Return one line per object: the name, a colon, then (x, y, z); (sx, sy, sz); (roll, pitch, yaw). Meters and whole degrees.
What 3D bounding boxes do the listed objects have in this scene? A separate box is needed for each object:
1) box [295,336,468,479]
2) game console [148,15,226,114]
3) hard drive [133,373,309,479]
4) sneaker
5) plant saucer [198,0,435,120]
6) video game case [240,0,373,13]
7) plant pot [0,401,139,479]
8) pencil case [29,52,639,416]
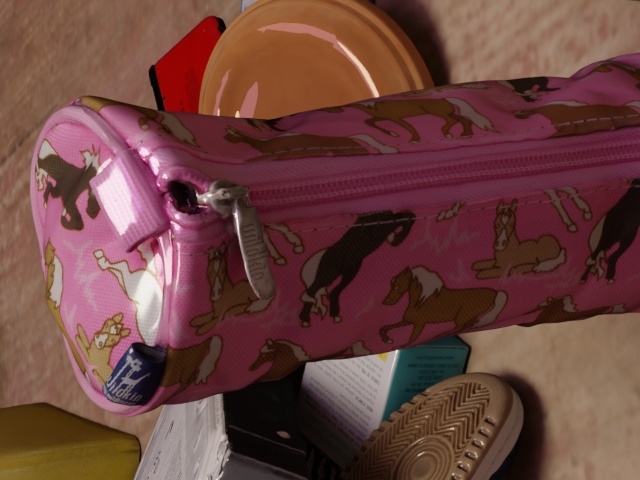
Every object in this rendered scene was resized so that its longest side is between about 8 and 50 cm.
box: (0.023, 0.165, 1.298); (0.100, 0.060, 0.244); (36, 117, 53)
game console: (-0.074, -0.078, 1.468); (0.124, 0.085, 0.144); (-37, 57, 36)
hard drive: (-0.088, 0.195, 1.303); (0.339, 0.064, 0.237); (-107, 39, -74)
sneaker: (0.065, 0.228, 1.215); (0.282, 0.153, 0.099); (-54, 33, -5)
plant saucer: (-0.009, -0.075, 1.314); (0.200, 0.037, 0.200); (8, 104, 34)
video game case: (-0.011, -0.192, 1.420); (0.166, 0.015, 0.119); (12, 97, 57)
plant pot: (-0.295, 0.262, 1.668); (0.212, 0.187, 0.212); (9, 96, 57)
pencil case: (0.050, -0.013, 0.983); (0.167, 0.386, 0.160); (44, 134, 50)
